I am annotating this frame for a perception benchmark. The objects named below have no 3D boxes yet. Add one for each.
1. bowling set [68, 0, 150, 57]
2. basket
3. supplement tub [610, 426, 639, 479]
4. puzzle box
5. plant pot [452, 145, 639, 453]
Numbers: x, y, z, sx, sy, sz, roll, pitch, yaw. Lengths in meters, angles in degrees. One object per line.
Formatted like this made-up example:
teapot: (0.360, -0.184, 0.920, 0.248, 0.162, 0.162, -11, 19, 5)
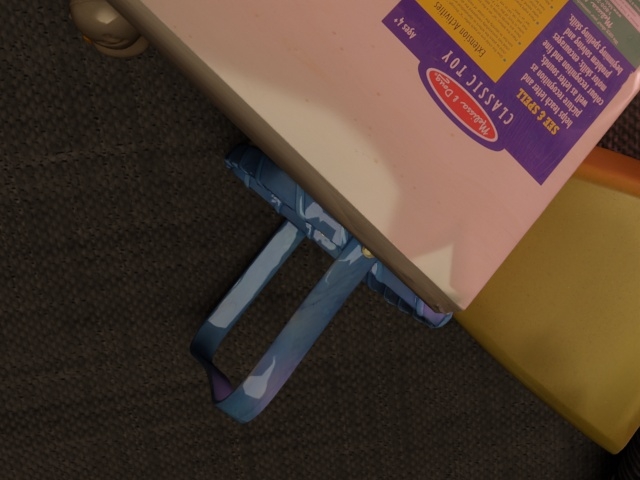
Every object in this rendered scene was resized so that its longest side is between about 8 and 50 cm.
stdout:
bowling set: (-0.047, -0.236, 0.727, 0.286, 0.154, 0.200, 5, 92, -7)
basket: (0.000, 0.000, 0.751, 0.201, 0.255, 0.289, 35, 85, -15)
supplement tub: (0.400, 0.227, 0.909, 0.191, 0.191, 0.272, 15, 109, -12)
puzzle box: (0.023, -0.183, 0.623, 0.409, 0.052, 0.272, 44, 73, -7)
plant pot: (0.210, 0.015, 0.808, 0.187, 0.212, 0.212, 28, 106, -5)
